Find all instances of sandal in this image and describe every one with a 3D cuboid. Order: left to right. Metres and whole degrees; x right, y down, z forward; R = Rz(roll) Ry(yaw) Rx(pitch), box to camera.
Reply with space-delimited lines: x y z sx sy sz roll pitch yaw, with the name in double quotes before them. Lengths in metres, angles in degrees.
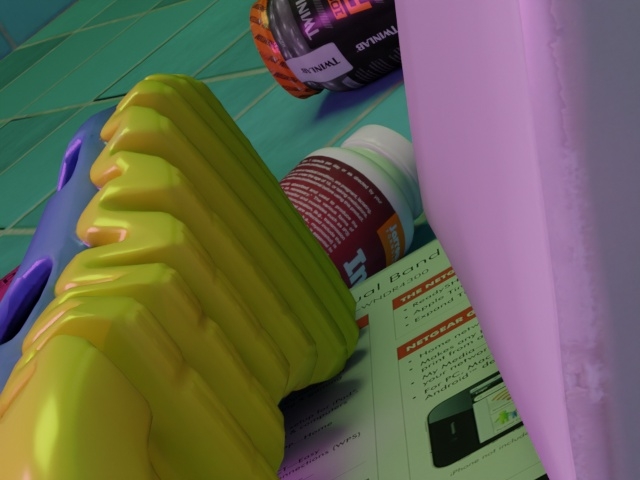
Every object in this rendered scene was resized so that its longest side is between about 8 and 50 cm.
"sandal" -0.074 0.046 0.540 0.138 0.126 0.317 -32 13 18

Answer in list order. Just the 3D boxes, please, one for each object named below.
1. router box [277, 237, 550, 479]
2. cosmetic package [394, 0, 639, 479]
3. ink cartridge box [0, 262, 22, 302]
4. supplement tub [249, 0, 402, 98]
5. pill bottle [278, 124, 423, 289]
"router box" 0.010 0.107 0.559 0.335 0.082 0.301 -30 15 10
"cosmetic package" 0.252 -0.079 0.422 0.453 0.162 0.230 -9 19 -1
"ink cartridge box" -0.146 0.027 1.263 0.175 0.069 0.371 -38 16 -10
"supplement tub" 0.044 -0.195 1.403 0.190 0.117 0.117 -26 20 23
"pill bottle" 0.000 0.000 1.033 0.152 0.086 0.086 -45 21 -30
